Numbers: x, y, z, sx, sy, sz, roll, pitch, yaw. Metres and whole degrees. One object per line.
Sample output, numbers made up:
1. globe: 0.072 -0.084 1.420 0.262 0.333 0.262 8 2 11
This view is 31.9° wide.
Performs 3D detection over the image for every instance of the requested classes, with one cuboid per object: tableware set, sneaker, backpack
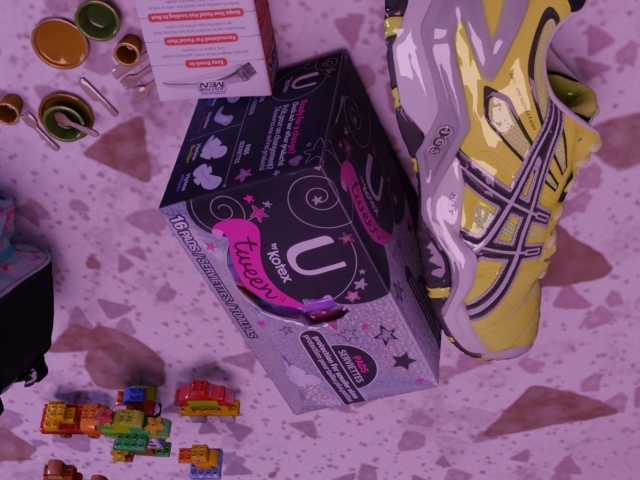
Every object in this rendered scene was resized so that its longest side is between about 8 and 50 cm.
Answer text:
1. tableware set: -0.207 -0.133 0.931 0.154 0.024 0.104 -26 122 27
2. sneaker: 0.149 -0.049 0.880 0.147 0.145 0.384 -6 131 13
3. backpack: -0.388 0.051 0.985 0.254 0.225 0.191 3 108 11

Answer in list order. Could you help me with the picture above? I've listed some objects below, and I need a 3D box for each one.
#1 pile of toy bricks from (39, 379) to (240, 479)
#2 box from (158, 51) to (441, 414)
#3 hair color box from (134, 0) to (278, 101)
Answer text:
1. pile of toy bricks: -0.195 0.193 1.135 0.212 0.118 0.105 -2 149 8
2. box: 0.000 0.000 0.925 0.142 0.163 0.247 -15 127 21
3. hair color box: -0.091 -0.190 0.849 0.093 0.053 0.167 -2 128 9
